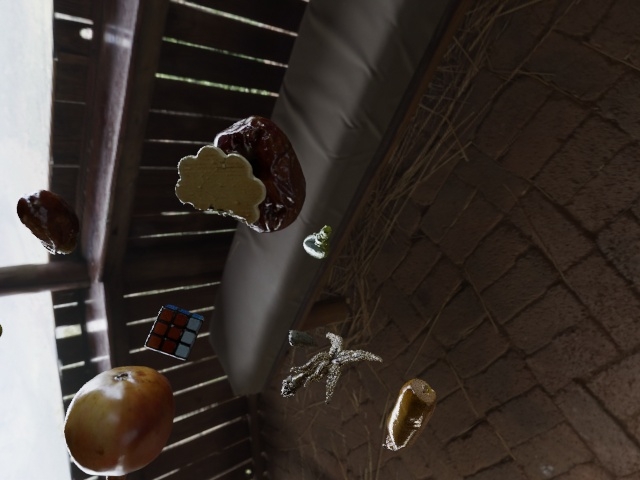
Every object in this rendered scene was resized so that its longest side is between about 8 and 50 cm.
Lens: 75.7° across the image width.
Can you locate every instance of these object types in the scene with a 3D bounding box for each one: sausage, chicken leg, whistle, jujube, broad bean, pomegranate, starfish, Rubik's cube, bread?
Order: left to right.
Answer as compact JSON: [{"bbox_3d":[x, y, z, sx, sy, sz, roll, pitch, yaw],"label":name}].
[{"bbox_3d":[-0.792,-0.054,1.219,0.156,0.122,0.228,54,165,39],"label":"broad bean"},{"bbox_3d":[-0.483,0.453,1.007,0.252,0.229,0.270,-53,-35,-83],"label":"pomegranate"},{"bbox_3d":[-0.545,0.343,1.559,0.162,0.161,0.163,148,143,-72],"label":"Rubik's cube"},{"bbox_3d":[-0.257,-0.149,1.076,0.251,0.039,0.181,18,110,9],"label":"bread"},{"bbox_3d":[-0.196,-0.215,1.379,0.276,0.276,0.376,19,141,49],"label":"jujube"},{"bbox_3d":[-0.109,0.630,1.849,0.080,0.125,0.196,47,127,7],"label":"chicken leg"},{"bbox_3d":[0.000,0.000,1.507,0.104,0.057,0.198,34,148,2],"label":"whistle"},{"bbox_3d":[0.047,0.512,1.636,0.302,0.293,0.084,22,130,37],"label":"starfish"},{"bbox_3d":[0.267,0.563,1.285,0.112,0.112,0.328,45,134,38],"label":"sausage"}]

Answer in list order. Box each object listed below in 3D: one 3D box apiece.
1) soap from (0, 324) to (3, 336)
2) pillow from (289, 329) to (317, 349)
[{"bbox_3d":[-0.977,0.268,1.153,0.089,0.140,0.045,43,126,28],"label":"soap"},{"bbox_3d":[-0.085,0.441,1.844,0.051,0.241,0.093,-43,59,9],"label":"pillow"}]
